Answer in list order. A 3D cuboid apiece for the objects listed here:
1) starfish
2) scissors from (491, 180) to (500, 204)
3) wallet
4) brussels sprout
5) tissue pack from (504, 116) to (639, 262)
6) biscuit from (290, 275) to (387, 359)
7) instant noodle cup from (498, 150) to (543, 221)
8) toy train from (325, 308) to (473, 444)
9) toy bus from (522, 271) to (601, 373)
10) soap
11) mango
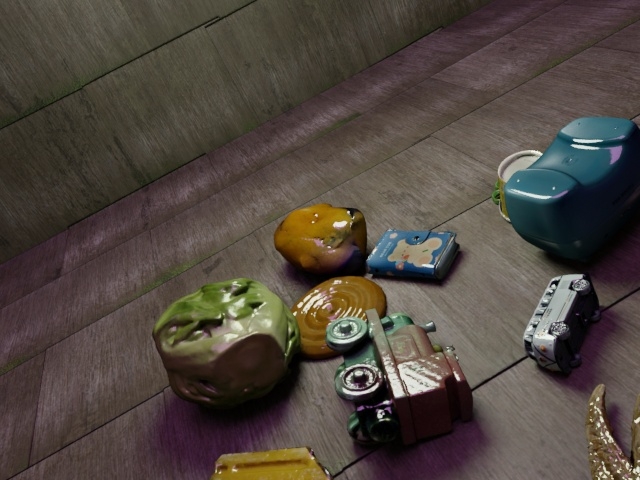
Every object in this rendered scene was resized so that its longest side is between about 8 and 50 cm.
[{"bbox_3d":[0.398,0.320,0.746,0.327,0.094,0.375,-37,12,11],"label":"starfish"},{"bbox_3d":[0.533,-0.133,1.435,0.204,0.027,0.101,-4,41,34],"label":"scissors"},{"bbox_3d":[0.224,0.033,1.384,0.202,0.059,0.141,2,47,43],"label":"wallet"},{"bbox_3d":[-0.210,0.214,1.253,0.328,0.247,0.328,-26,32,17],"label":"brussels sprout"},{"bbox_3d":[0.534,-0.098,1.186,0.287,0.206,0.198,-41,31,-15],"label":"tissue pack"},{"bbox_3d":[0.029,0.169,1.342,0.262,0.037,0.262,-20,30,12],"label":"biscuit"},{"bbox_3d":[0.484,-0.127,1.345,0.151,0.122,0.151,-16,47,17],"label":"instant noodle cup"},{"bbox_3d":[0.132,0.236,1.067,0.222,0.150,0.304,-15,29,-1],"label":"toy train"},{"bbox_3d":[0.427,0.145,1.026,0.089,0.087,0.194,-3,37,47],"label":"toy bus"},{"bbox_3d":[-0.071,0.433,0.959,0.258,0.080,0.160,-13,34,22],"label":"soap"},{"bbox_3d":[0.000,0.000,1.514,0.201,0.152,0.287,-39,33,-28],"label":"mango"}]
